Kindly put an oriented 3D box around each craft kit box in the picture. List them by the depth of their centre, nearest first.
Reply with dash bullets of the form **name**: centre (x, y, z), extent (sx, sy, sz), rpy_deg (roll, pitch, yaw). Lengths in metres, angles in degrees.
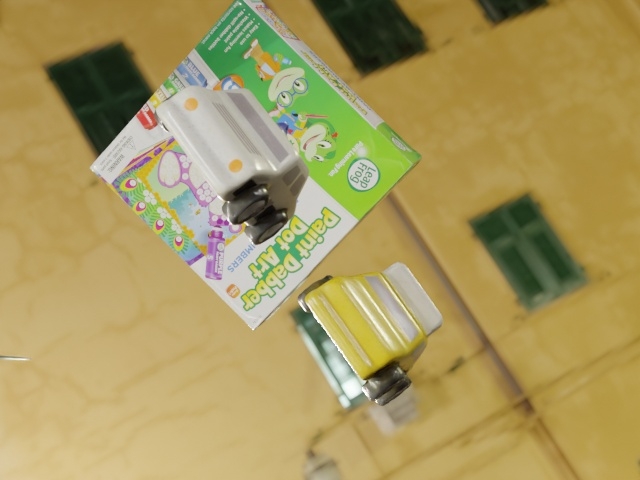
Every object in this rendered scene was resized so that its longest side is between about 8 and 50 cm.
- **craft kit box**: centre (-0.069, -0.079, 1.529), extent (0.250, 0.247, 0.061), rpy_deg (-47, -1, 18)

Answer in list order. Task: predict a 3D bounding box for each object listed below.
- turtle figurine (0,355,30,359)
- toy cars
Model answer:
- **turtle figurine**: centre (-0.447, 0.093, 1.655), extent (0.118, 0.234, 0.175), rpy_deg (-77, -8, -58)
- **toy cars**: centre (0.000, 0.000, 1.146), extent (0.087, 0.176, 0.393), rpy_deg (-37, -52, 0)
